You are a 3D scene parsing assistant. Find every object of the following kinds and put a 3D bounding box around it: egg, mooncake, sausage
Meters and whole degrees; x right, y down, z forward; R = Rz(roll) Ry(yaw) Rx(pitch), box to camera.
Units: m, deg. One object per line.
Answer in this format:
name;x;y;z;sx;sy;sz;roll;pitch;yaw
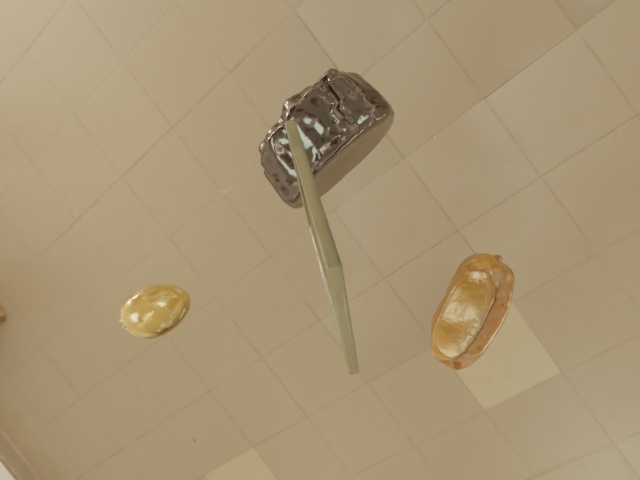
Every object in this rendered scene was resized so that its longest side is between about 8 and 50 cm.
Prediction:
egg;-0.243;0.103;0.669;0.097;0.080;0.080;-17;98;3
mooncake;0.005;-0.196;0.874;0.283;0.283;0.141;-44;82;19
sausage;0.298;0.138;0.882;0.120;0.136;0.241;28;102;31

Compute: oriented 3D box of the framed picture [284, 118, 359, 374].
framed picture;0.000;0.000;0.512;0.016;0.250;0.184;-14;135;-2
